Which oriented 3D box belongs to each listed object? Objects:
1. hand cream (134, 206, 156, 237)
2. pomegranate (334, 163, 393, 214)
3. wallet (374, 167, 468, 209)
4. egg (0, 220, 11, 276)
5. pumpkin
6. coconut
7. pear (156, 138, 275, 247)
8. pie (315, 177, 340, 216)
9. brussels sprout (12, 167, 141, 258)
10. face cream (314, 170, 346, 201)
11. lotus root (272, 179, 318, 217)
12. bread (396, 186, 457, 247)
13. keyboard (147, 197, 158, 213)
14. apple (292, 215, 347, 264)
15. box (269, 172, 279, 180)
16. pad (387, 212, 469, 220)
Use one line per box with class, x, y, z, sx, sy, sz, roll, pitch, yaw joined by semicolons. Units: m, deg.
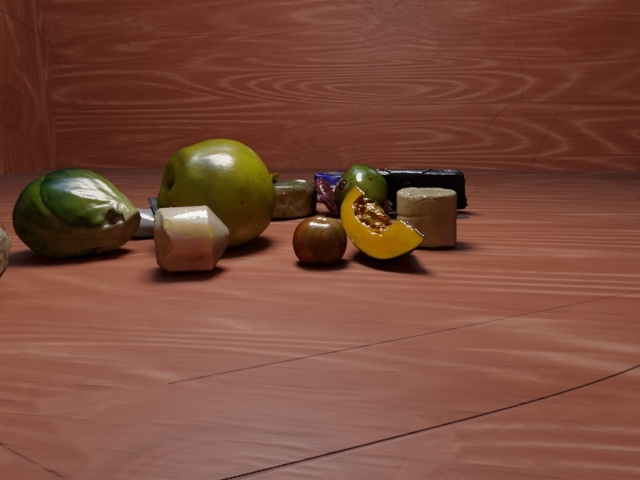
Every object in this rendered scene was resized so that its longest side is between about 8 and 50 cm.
hand cream;-0.395;-0.059;1.518;0.341;0.077;0.124;-6;42;-24
pomegranate;0.149;-0.143;1.712;0.210;0.179;0.180;23;1;-28
wallet;0.299;-0.168;1.805;0.378;0.197;0.051;2;57;16
egg;-0.652;0.022;0.940;0.195;0.194;0.233;-2;11;-4
pumpkin;0.144;0.000;1.245;0.278;0.111;0.163;42;0;45
coconut;-0.270;-0.005;1.141;0.153;0.147;0.147;-2;13;-13
pear;-0.248;-0.113;1.353;0.294;0.294;0.294;-1;13;0
pie;0.028;-0.140;1.771;0.038;0.153;0.153;-32;5;16
brussels sprout;-0.574;-0.060;1.293;0.272;0.210;0.219;15;18;-1
face cream;0.079;-0.208;2.090;0.206;0.111;0.206;-1;12;0
lotus root;-0.205;-0.141;1.838;0.391;0.111;0.375;12;20;44
bread;0.263;-0.055;1.341;0.148;0.141;0.134;5;17;29
keyboard;-0.405;-0.057;1.456;0.067;0.011;0.202;-7;43;-34
apple;-0.002;-0.001;1.193;0.126;0.102;0.126;0;12;0
box;-0.202;-0.223;1.924;0.087;0.023;0.155;-7;11;6
pad;0.337;-0.081;1.754;0.243;0.004;0.164;-5;13;-18
